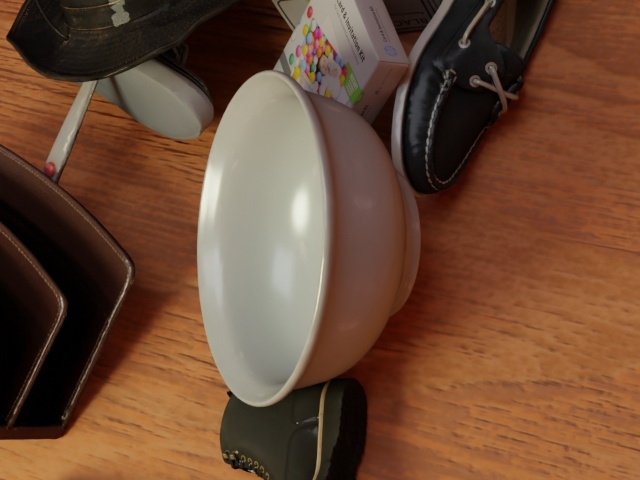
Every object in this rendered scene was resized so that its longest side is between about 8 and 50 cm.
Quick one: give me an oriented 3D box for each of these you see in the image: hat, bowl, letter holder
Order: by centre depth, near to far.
[{"bbox_3d":[0.000,0.000,1.270,0.134,0.298,0.297,2,56,-24],"label":"bowl"},{"bbox_3d":[-0.354,0.027,1.400,0.302,0.152,0.214,36,105,33],"label":"letter holder"},{"bbox_3d":[-0.202,-0.305,1.443,0.331,0.134,0.331,-16,34,11],"label":"hat"}]

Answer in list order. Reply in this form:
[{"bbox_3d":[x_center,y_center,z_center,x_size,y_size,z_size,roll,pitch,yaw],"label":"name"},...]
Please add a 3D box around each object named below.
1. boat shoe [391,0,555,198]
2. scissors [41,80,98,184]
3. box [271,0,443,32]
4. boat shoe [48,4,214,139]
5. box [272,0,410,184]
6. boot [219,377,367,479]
[{"bbox_3d":[0.153,-0.175,1.340,0.091,0.114,0.302,7,69,33],"label":"boat shoe"},{"bbox_3d":[-0.292,-0.060,1.463,0.109,0.021,0.297,18,99,36],"label":"scissors"},{"bbox_3d":[0.058,-0.359,1.491,0.169,0.087,0.289,-1,65,24],"label":"box"},{"bbox_3d":[-0.200,-0.202,1.517,0.105,0.113,0.306,-45,41,-18],"label":"boat shoe"},{"bbox_3d":[0.011,-0.159,1.370,0.186,0.038,0.145,-55,42,42],"label":"box"},{"bbox_3d":[-0.039,0.219,1.258,0.137,0.077,0.197,-6,50,26],"label":"boot"}]
